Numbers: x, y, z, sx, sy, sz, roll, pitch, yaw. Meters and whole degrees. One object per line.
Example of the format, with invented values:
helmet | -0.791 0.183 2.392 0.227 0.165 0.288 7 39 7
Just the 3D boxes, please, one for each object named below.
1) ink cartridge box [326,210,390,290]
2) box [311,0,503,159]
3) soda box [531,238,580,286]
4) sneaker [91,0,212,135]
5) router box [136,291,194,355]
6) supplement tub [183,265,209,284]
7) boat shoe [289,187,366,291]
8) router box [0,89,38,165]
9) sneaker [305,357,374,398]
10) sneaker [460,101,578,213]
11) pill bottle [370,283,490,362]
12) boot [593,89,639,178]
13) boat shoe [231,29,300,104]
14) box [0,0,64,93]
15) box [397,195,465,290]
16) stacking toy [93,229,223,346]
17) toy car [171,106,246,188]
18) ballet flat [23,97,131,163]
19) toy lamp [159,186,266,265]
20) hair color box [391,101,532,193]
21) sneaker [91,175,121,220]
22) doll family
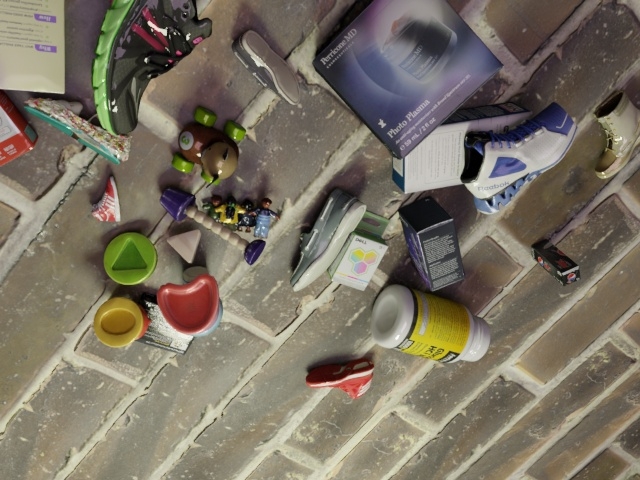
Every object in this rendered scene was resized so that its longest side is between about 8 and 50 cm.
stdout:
ink cartridge box | 0.114 0.028 1.662 0.109 0.062 0.209 19 110 -23
box | 0.184 -0.386 1.333 0.296 0.183 0.294 -43 95 9
soda box | 0.703 0.065 1.785 0.060 0.169 0.053 -24 122 -2
sneaker | -0.335 -0.423 1.221 0.202 0.185 0.482 20 112 -20
router box | -0.426 0.230 1.628 0.179 0.046 0.133 24 109 -25
supplement tub | -0.327 0.129 1.588 0.071 0.071 0.107 -4 118 -13
boat shoe | 0.000 0.000 1.614 0.319 0.099 0.116 -55 162 23
router box | -0.829 -0.249 1.233 0.335 0.082 0.301 -28 122 0
sneaker | 0.065 0.456 1.868 0.221 0.087 0.128 -8 118 -10
sneaker | 0.462 -0.225 1.463 0.182 0.127 0.315 36 104 -30
pill bottle | 0.332 0.259 1.775 0.334 0.188 0.188 18 112 -23
boot | 0.819 -0.296 1.678 0.165 0.077 0.213 31 101 -28
boat shoe | -0.124 -0.393 1.381 0.065 0.075 0.206 -8 139 40
box | -0.609 -0.412 1.131 0.214 0.117 0.243 -4 107 -32
box | 0.308 0.007 1.654 0.108 0.153 0.207 -22 120 -3
stacking toy | -0.401 0.122 1.514 0.309 0.130 0.279 -6 79 1
toy car | -0.249 -0.192 1.365 0.149 0.188 0.155 22 110 -25
ballet flat | -0.530 -0.259 1.326 0.241 0.091 0.077 33 75 -32
toy lamp | -0.266 -0.040 1.445 0.275 0.080 0.080 31 109 8
hair color box | 0.364 -0.245 1.559 0.347 0.105 0.173 -10 119 -10
sneaker | -0.517 -0.096 1.428 0.067 0.042 0.118 -5 121 -17
doll family | -0.201 -0.067 1.520 0.193 0.076 0.111 2 113 -23
